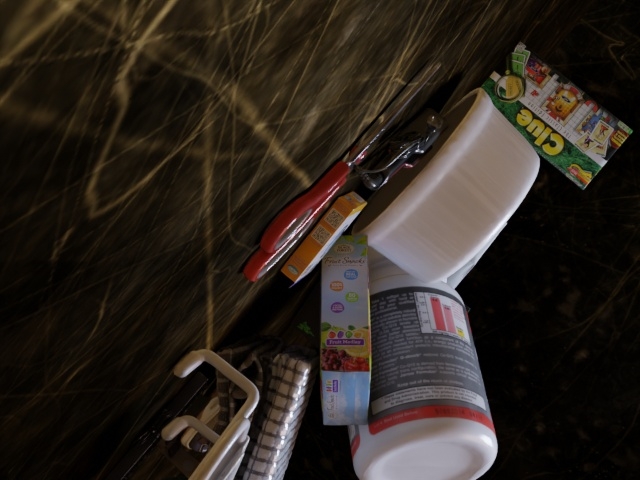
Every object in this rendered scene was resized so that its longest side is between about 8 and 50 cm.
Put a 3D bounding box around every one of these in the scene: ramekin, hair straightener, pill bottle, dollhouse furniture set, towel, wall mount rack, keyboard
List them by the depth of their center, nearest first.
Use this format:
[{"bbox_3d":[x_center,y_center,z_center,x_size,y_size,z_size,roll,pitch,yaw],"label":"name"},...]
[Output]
[{"bbox_3d":[-0.196,0.284,1.057,0.304,0.130,0.350,-50,170,-32],"label":"wall mount rack"},{"bbox_3d":[0.105,-0.124,1.211,0.089,0.047,0.230,-54,169,33],"label":"hair straightener"},{"bbox_3d":[-0.204,0.240,1.250,0.180,0.023,0.108,-50,174,-9],"label":"keyboard"},{"bbox_3d":[-0.094,0.252,1.363,0.283,0.121,0.235,26,81,-85],"label":"towel"},{"bbox_3d":[-0.173,0.274,1.397,0.114,0.081,0.091,-47,174,-29],"label":"dollhouse furniture set"},{"bbox_3d":[0.182,-0.069,1.408,0.277,0.135,0.277,-49,-174,6],"label":"ramekin"},{"bbox_3d":[0.134,0.183,1.512,0.210,0.210,0.363,125,-31,-43],"label":"pill bottle"}]

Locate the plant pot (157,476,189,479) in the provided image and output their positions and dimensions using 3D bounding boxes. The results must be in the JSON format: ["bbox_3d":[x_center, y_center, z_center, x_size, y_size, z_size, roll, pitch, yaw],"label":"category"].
[{"bbox_3d":[-0.241,0.460,1.314,0.272,0.271,0.255,-50,160,5],"label":"plant pot"}]

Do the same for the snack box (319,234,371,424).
[{"bbox_3d":[0.033,0.124,1.354,0.174,0.070,0.207,89,2,-56],"label":"snack box"}]

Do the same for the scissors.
[{"bbox_3d":[0.023,-0.073,1.011,0.297,0.021,0.109,-48,172,-27],"label":"scissors"}]

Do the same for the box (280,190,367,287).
[{"bbox_3d":[0.000,0.000,1.241,0.136,0.028,0.081,-49,175,15],"label":"box"}]

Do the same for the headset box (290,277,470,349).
[{"bbox_3d":[0.100,0.146,1.842,0.131,0.246,0.283,-47,175,-31],"label":"headset box"}]

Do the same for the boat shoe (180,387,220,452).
[{"bbox_3d":[-0.156,0.300,1.637,0.103,0.092,0.285,-46,173,-37],"label":"boat shoe"}]

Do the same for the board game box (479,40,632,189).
[{"bbox_3d":[0.414,-0.225,1.775,0.136,0.259,0.030,-51,174,3],"label":"board game box"}]

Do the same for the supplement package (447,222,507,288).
[{"bbox_3d":[0.228,-0.015,1.991,0.194,0.203,0.149,-44,172,-50],"label":"supplement package"}]
